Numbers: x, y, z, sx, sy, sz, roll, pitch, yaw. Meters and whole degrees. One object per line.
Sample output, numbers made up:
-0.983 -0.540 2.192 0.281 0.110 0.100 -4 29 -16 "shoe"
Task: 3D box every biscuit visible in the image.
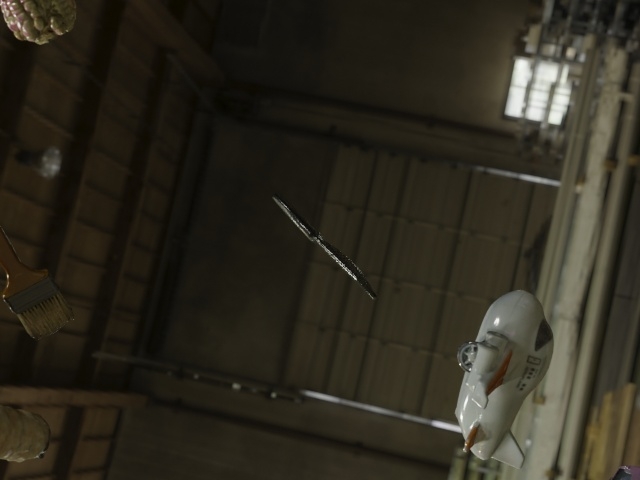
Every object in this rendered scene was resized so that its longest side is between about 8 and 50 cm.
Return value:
-0.340 0.174 0.978 0.219 0.061 0.055 17 -89 -49 "biscuit"

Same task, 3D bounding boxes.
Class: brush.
0.000 0.000 1.247 0.016 0.193 0.063 -45 -32 -3 "brush"
-0.245 0.021 0.853 0.014 0.043 0.170 52 166 39 "brush"

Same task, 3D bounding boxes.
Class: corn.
-0.517 -0.497 1.802 0.126 0.127 0.335 -61 -42 -59 "corn"

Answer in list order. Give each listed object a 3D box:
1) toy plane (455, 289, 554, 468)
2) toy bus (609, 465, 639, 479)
0.256 0.189 1.472 0.245 0.117 0.244 -42 -37 -43 "toy plane"
0.334 0.316 1.221 0.130 0.052 0.037 -47 -61 -22 "toy bus"
